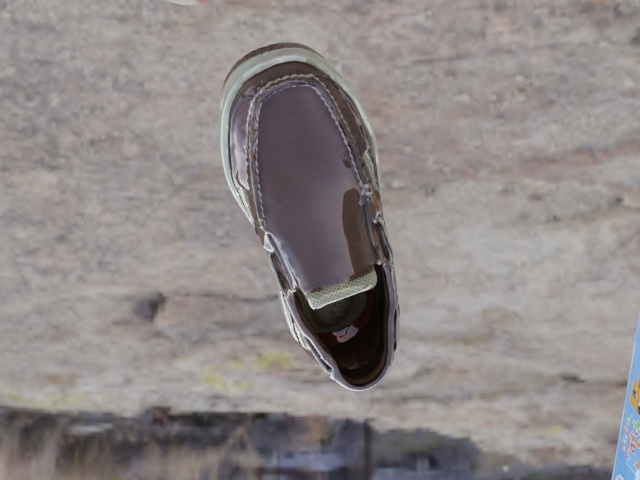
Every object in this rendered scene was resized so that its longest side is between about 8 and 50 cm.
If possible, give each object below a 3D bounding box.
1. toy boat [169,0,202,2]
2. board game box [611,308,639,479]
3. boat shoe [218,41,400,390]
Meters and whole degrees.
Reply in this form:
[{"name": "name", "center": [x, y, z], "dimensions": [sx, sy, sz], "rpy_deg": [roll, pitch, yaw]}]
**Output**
[{"name": "toy boat", "center": [-0.090, -0.286, 1.058], "dimensions": [0.151, 0.151, 0.231], "rpy_deg": [-21, -170, 2]}, {"name": "board game box", "center": [0.273, 0.123, 0.816], "dimensions": [0.160, 0.039, 0.212], "rpy_deg": [-7, 124, -12]}, {"name": "boat shoe", "center": [0.008, -0.003, 0.779], "dimensions": [0.095, 0.095, 0.257], "rpy_deg": [-23, 136, -4]}]
